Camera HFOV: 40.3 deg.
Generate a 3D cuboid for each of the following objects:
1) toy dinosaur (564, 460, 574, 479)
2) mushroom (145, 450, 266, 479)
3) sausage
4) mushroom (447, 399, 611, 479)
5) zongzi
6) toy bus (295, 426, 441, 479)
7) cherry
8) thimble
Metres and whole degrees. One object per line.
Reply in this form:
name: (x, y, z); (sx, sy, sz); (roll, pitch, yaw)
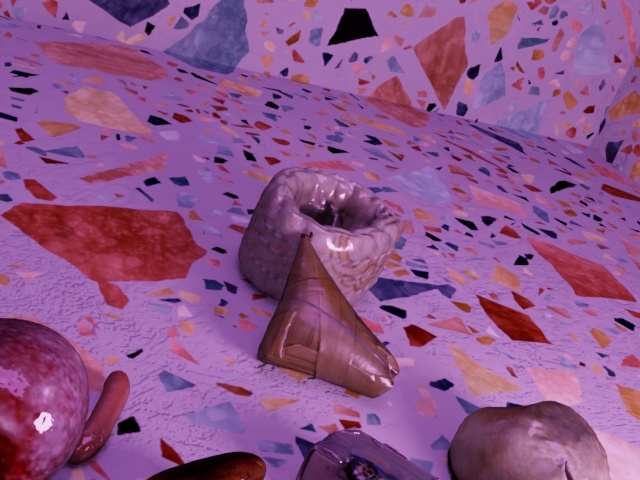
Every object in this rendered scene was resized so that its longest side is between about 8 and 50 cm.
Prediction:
toy dinosaur: (0.323, 0.376, 1.110); (0.053, 0.167, 0.242); (22, 53, 3)
mushroom: (-0.118, 0.362, 1.000); (0.227, 0.148, 0.217); (-12, 56, -41)
sausage: (-0.297, 0.238, 1.186); (0.043, 0.043, 0.186); (19, 25, -3)
mushroom: (0.317, 0.327, 1.316); (0.189, 0.164, 0.267); (14, 26, -16)
zongzi: (0.035, 0.126, 1.483); (0.228, 0.115, 0.256); (20, 56, -6)
toy bus: (0.125, 0.368, 1.165); (0.317, 0.112, 0.138); (31, 23, 19)
cherry: (-0.373, 0.197, 1.001); (0.203, 0.230, 0.300); (33, 10, -4)
thimble: (0.000, 0.000, 1.699); (0.291, 0.195, 0.291); (19, 28, -11)
